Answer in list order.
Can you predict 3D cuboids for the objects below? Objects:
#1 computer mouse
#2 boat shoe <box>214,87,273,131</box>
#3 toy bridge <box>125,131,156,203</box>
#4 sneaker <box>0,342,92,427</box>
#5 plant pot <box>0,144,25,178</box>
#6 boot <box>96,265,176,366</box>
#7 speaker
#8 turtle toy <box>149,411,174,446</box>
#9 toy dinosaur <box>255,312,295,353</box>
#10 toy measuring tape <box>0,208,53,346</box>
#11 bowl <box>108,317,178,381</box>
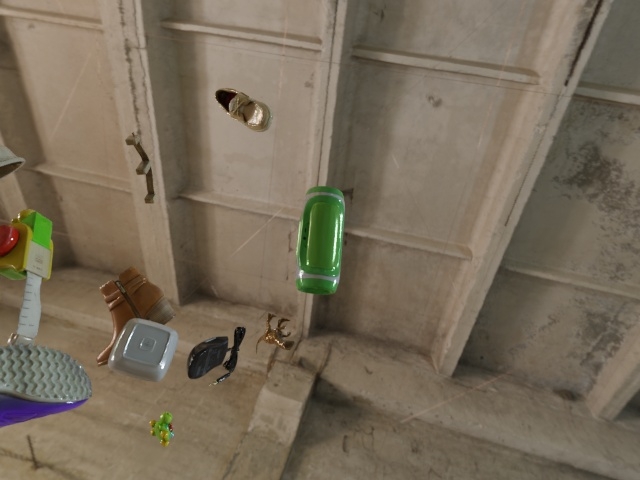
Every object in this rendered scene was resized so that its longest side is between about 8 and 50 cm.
[{"bbox_3d":[-0.332,0.366,1.222,0.060,0.262,0.184,21,-75,19],"label":"computer mouse"},{"bbox_3d":[-0.164,-0.272,0.836,0.170,0.059,0.063,35,-71,38],"label":"boat shoe"},{"bbox_3d":[-0.464,-0.193,1.064,0.026,0.063,0.188,-3,-55,-2],"label":"toy bridge"},{"bbox_3d":[-0.499,0.233,0.582,0.146,0.293,0.102,-49,-126,12],"label":"sneaker"},{"bbox_3d":[-1.133,-0.287,1.181,0.334,0.333,0.305,-21,-69,22],"label":"plant pot"},{"bbox_3d":[-0.633,0.238,1.283,0.283,0.109,0.220,-39,-86,-9],"label":"boot"},{"bbox_3d":[0.000,0.000,1.165,0.131,0.131,0.296,1,-108,15],"label":"speaker"},{"bbox_3d":[-0.598,0.713,1.548,0.095,0.066,0.130,26,-60,28],"label":"turtle toy"},{"bbox_3d":[-0.145,0.270,1.160,0.064,0.112,0.212,28,-23,-26],"label":"toy dinosaur"},{"bbox_3d":[-0.610,0.072,0.807,0.122,0.330,0.121,-13,-33,-9],"label":"toy measuring tape"},{"bbox_3d":[-0.431,0.263,0.999,0.142,0.141,0.053,22,-39,-16],"label":"bowl"}]
